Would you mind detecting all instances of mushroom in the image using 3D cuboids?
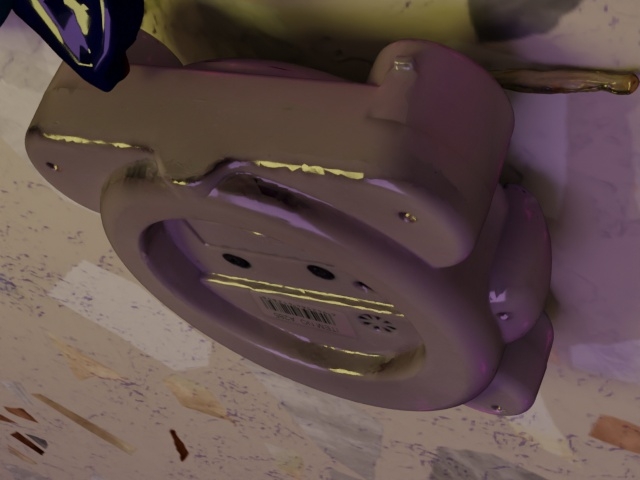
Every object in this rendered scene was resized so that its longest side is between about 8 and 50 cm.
[{"bbox_3d":[0.051,-0.090,0.779,0.286,0.028,0.025,6,101,35],"label":"mushroom"}]

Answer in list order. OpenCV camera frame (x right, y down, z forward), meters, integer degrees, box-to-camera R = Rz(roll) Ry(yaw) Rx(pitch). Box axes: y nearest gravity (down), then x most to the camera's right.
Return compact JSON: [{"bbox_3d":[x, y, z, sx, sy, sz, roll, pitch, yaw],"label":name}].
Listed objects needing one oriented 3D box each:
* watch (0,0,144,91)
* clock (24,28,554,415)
[{"bbox_3d":[-0.199,-0.170,0.659,0.196,0.200,0.171,43,136,14],"label":"watch"},{"bbox_3d":[0.000,0.000,0.847,0.296,0.113,0.322,9,153,29],"label":"clock"}]
